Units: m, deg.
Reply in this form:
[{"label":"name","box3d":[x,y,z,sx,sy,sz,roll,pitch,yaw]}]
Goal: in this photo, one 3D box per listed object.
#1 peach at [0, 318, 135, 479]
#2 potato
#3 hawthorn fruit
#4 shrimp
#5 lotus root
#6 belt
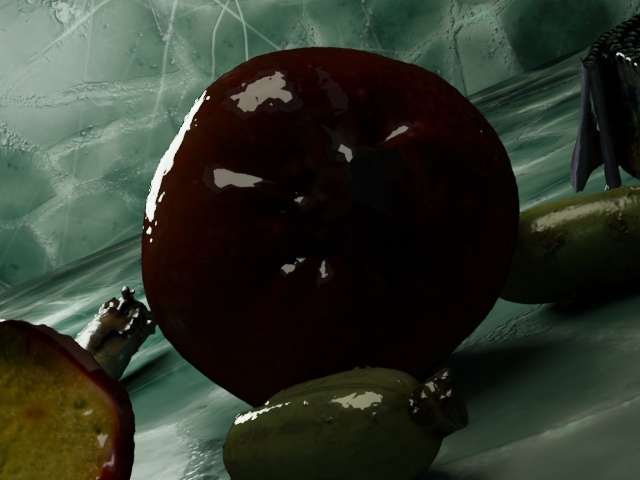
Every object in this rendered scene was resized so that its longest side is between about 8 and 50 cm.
[{"label":"peach","box3d":[-0.219,0.148,0.942,0.196,0.190,0.226,-11,-1,-15]},{"label":"potato","box3d":[0.213,0.005,1.096,0.188,0.085,0.105,-16,-12,18]},{"label":"hawthorn fruit","box3d":[-0.006,0.001,1.061,0.295,0.295,0.311,-29,-3,-38]},{"label":"shrimp","box3d":[-0.285,0.153,1.548,0.178,0.075,0.289,-22,21,24]},{"label":"lotus root","box3d":[0.016,0.122,0.857,0.183,0.077,0.090,-19,5,40]},{"label":"belt","box3d":[0.380,-0.135,1.308,0.207,0.160,0.295,10,31,42]}]
